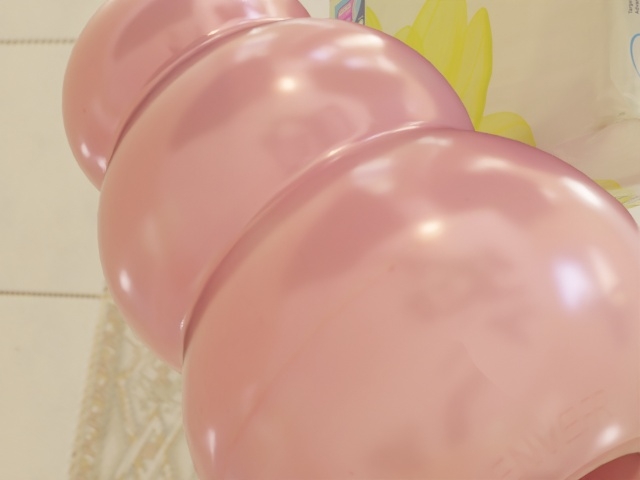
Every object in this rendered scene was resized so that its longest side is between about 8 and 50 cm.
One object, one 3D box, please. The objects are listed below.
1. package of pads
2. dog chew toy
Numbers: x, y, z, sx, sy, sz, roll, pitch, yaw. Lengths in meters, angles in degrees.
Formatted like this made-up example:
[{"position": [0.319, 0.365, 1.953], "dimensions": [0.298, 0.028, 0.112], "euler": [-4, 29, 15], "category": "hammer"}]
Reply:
[{"position": [0.104, -0.114, 0.774], "dimensions": [0.101, 0.296, 0.229], "euler": [9, 73, -26], "category": "package of pads"}, {"position": [0.000, 0.000, 0.612], "dimensions": [0.206, 0.206, 0.332], "euler": [-39, 60, -1], "category": "dog chew toy"}]
